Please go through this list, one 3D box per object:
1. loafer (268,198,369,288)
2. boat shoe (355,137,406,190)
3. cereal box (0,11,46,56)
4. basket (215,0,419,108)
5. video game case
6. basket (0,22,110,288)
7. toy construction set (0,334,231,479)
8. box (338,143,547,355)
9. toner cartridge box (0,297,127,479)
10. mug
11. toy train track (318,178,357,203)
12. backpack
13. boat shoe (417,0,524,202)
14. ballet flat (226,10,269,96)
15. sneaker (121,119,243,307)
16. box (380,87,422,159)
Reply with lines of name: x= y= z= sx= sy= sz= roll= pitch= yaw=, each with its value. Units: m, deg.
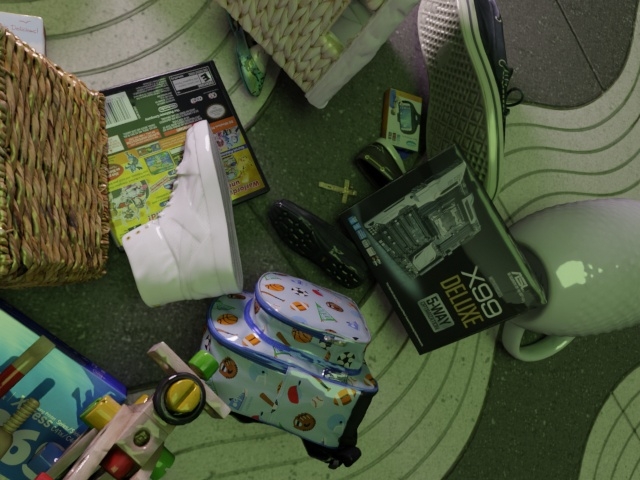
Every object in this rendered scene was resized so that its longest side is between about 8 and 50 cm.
loafer: x=0.000 y=0.000 z=0.839 sx=0.223 sy=0.076 sz=0.078 roll=40 pitch=38 yaw=-12
boat shoe: x=0.155 y=-0.093 z=0.903 sx=0.068 sy=0.081 sz=0.228 roll=-36 pitch=93 yaw=-18
cereal box: x=-0.489 y=-0.209 z=0.644 sx=0.172 sy=0.047 sz=0.241 roll=-1 pitch=85 yaw=-24
basket: x=0.055 y=-0.466 z=0.724 sx=0.266 sy=0.328 sz=0.331 roll=42 pitch=54 yaw=-12
video game case: x=-0.256 y=-0.147 z=0.759 sx=0.274 sy=0.035 sz=0.249 roll=-26 pitch=96 yaw=-23
basket: x=-0.426 y=-0.085 z=0.581 sx=0.213 sy=0.223 sz=0.300 roll=-4 pitch=87 yaw=3
toy construction set: x=-0.264 y=0.217 z=0.568 sx=0.308 sy=0.258 sz=0.237 roll=32 pitch=60 yaw=10
box: x=0.215 y=0.021 z=0.817 sx=0.308 sy=0.242 sz=0.076 roll=61 pitch=25 yaw=1
toner cartridge box: x=-0.464 y=0.181 z=0.623 sx=0.347 sy=0.075 sz=0.165 roll=42 pitch=70 yaw=-14
mug: x=0.507 y=0.102 z=0.946 sx=0.327 sy=0.276 sz=0.375 roll=-6 pitch=122 yaw=-25
toy train track: x=0.036 y=-0.102 z=0.887 sx=0.083 sy=0.014 sz=0.048 roll=11 pitch=81 yaw=-21
backpack: x=-0.057 y=0.171 z=0.693 sx=0.263 sy=0.276 sz=0.213 roll=13 pitch=97 yaw=-8
boat shoe: x=0.312 y=-0.300 z=0.921 sx=0.155 sy=0.186 sz=0.501 roll=3 pitch=76 yaw=-27
ballet flat: x=-0.123 y=-0.357 z=0.808 sx=0.070 sy=0.070 sz=0.189 roll=-16 pitch=93 yaw=-23
sneaker: x=-0.222 y=-0.046 z=0.685 sx=0.169 sy=0.108 sz=0.293 roll=-12 pitch=67 yaw=1
box: x=0.169 y=-0.242 z=0.946 sx=0.081 sy=0.028 sz=0.136 roll=9 pitch=80 yaw=-23
